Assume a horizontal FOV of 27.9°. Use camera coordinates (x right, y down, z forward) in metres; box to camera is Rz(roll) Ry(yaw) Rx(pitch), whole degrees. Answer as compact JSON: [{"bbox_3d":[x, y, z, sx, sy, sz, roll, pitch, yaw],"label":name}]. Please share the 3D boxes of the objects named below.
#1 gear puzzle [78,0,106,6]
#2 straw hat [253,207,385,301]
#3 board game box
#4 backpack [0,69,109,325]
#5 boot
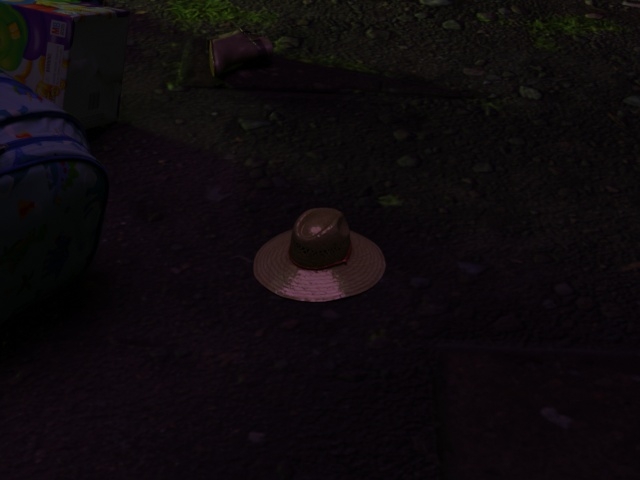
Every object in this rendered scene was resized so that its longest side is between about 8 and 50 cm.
[{"bbox_3d":[-0.484,-0.344,1.828,0.339,0.044,0.175,7,35,7],"label":"gear puzzle"},{"bbox_3d":[0.000,0.000,1.344,0.144,0.061,0.144,1,34,-1],"label":"straw hat"},{"bbox_3d":[-0.390,-0.231,1.553,0.275,0.142,0.144,14,16,16],"label":"board game box"},{"bbox_3d":[-0.369,-0.023,1.195,0.273,0.290,0.355,20,31,10],"label":"backpack"},{"bbox_3d":[-0.106,-0.251,1.722,0.087,0.042,0.118,-1,35,-9],"label":"boot"}]
